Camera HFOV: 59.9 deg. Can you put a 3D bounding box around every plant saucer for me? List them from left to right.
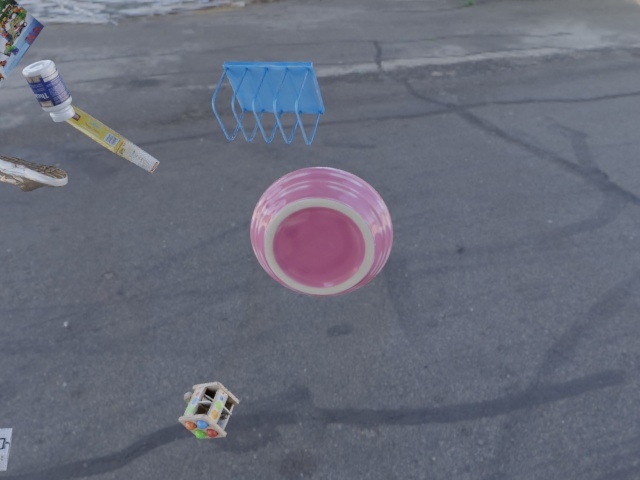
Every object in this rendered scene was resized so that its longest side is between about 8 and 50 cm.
[{"bbox_3d":[0.000,0.000,1.270,0.332,0.332,0.084,1,29,4],"label":"plant saucer"}]

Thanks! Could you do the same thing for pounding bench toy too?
[{"bbox_3d":[-0.173,0.250,0.804,0.083,0.052,0.065,-16,36,31],"label":"pounding bench toy"}]

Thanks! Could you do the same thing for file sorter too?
[{"bbox_3d":[-0.096,-0.246,1.016,0.170,0.118,0.104,6,60,17],"label":"file sorter"}]

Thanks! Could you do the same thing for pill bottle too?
[{"bbox_3d":[-0.584,-0.322,1.206,0.067,0.120,0.067,-8,39,7],"label":"pill bottle"}]

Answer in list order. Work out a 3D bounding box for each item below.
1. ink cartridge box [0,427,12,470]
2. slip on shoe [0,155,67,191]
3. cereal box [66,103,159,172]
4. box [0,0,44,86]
[{"bbox_3d":[-0.637,0.424,1.109,0.028,0.048,0.083,5,30,-22],"label":"ink cartridge box"},{"bbox_3d":[-0.424,-0.091,0.814,0.135,0.041,0.051,16,15,20],"label":"slip on shoe"},{"bbox_3d":[-0.543,-0.260,1.461,0.173,0.047,0.240,32,-3,7],"label":"cereal box"},{"bbox_3d":[-0.628,-0.345,1.011,0.044,0.233,0.159,33,-3,7],"label":"box"}]
